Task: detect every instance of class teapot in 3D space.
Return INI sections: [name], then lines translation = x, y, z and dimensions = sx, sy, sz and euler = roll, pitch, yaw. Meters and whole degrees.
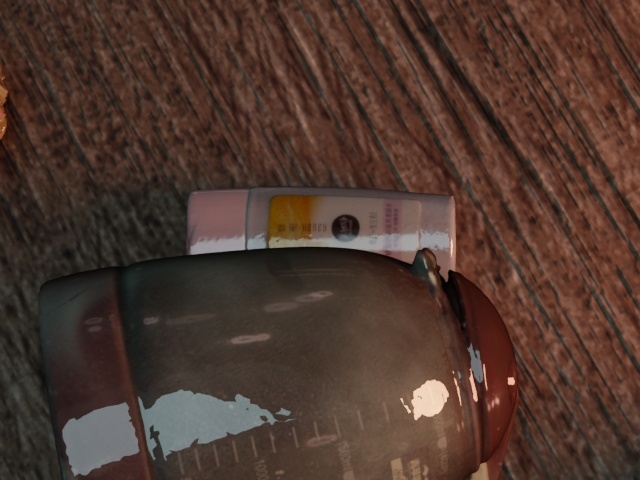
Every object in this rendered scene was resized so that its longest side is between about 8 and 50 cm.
[teapot]
translation = -0.013, 0.152, 1.327
dimensions = 0.312, 0.233, 0.315
euler = -10, 110, -2

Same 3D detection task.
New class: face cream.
[face cream]
translation = 0.000, 0.000, 1.412
dimensions = 0.198, 0.057, 0.084
euler = -1, 74, 4

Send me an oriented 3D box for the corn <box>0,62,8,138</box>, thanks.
[corn]
translation = -0.388, -0.057, 1.425
dimensions = 0.335, 0.126, 0.126
euler = -27, 80, 3
